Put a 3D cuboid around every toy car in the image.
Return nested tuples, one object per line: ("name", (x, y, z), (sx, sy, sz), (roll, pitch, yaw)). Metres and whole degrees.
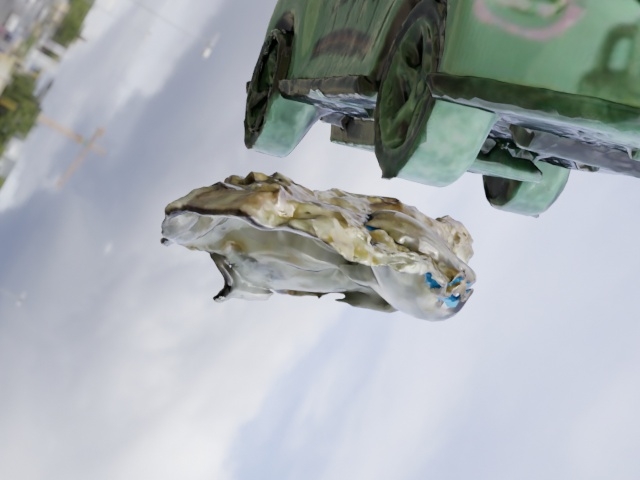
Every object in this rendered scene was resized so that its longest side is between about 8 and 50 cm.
("toy car", (0.068, -0.072, 0.442), (0.306, 0.136, 0.125), (-163, -95, -75))

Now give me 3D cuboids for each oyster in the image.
("oyster", (0.000, 0.000, 0.827), (0.223, 0.214, 0.083), (80, 16, -79))
